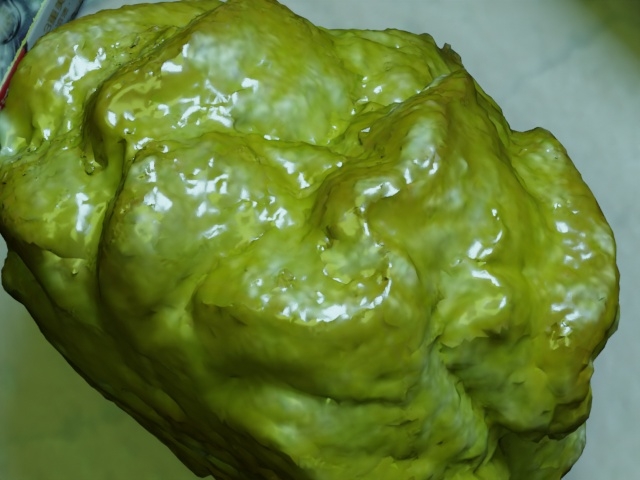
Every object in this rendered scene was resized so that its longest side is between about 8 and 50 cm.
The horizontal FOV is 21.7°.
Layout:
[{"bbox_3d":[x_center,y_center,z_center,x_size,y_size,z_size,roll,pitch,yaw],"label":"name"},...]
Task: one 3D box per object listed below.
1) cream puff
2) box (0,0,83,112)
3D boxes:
[{"bbox_3d":[-0.006,0.014,0.619,0.196,0.244,0.244,-28,76,-6],"label":"cream puff"},{"bbox_3d":[-0.127,-0.138,0.759,0.055,0.039,0.218,26,88,14],"label":"box"}]
